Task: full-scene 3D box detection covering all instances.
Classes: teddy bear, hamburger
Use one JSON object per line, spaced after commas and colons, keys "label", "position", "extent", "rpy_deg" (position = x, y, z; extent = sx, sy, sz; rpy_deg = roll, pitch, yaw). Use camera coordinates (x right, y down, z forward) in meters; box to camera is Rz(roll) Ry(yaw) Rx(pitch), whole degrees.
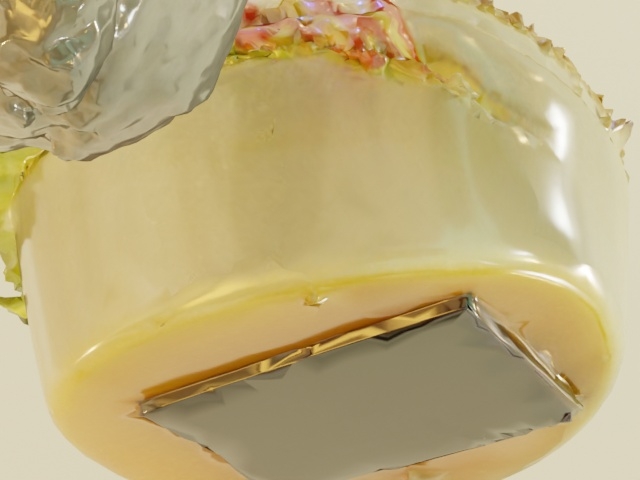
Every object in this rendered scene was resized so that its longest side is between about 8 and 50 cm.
{"label": "teddy bear", "position": [-0.071, -0.157, 0.451], "extent": [0.151, 0.236, 0.267], "rpy_deg": [16, -90, -10]}
{"label": "hamburger", "position": [0.000, 0.000, 0.743], "extent": [0.276, 0.294, 0.179], "rpy_deg": [-20, -125, 25]}
